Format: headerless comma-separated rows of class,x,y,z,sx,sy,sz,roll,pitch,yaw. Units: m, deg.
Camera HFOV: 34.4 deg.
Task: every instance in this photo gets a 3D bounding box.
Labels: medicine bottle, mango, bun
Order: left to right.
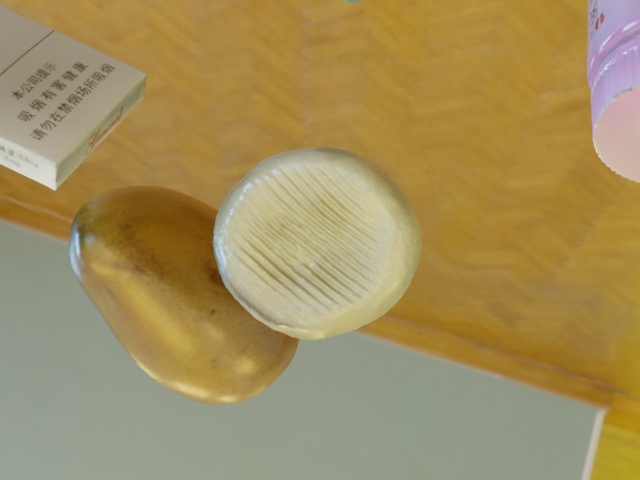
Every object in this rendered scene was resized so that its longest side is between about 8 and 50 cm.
mango,-0.189,0.068,1.435,0.221,0.264,0.378,-28,126,32
bun,0.000,0.000,1.099,0.222,0.222,0.127,13,-170,16
medicine bottle,0.379,-0.219,1.116,0.178,0.291,0.178,7,145,5

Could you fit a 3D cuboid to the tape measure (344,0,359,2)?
tape measure,0.054,-0.461,1.707,0.081,0.125,0.146,-12,119,43

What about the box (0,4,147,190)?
box,-0.276,-0.137,0.815,0.245,0.139,0.035,27,137,7
